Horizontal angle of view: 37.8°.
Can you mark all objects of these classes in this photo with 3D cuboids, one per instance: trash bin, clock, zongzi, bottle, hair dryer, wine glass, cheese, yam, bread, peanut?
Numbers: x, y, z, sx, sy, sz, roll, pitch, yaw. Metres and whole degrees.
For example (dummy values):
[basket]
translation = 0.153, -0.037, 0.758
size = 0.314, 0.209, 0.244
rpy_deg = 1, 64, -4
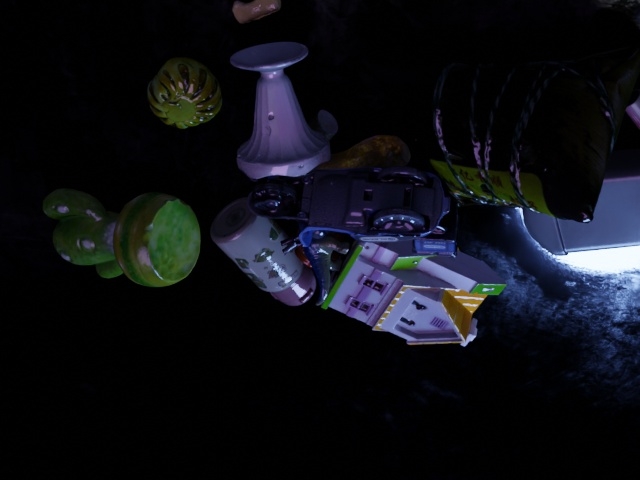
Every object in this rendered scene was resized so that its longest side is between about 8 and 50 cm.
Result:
[trash bin]
translation = 0.468, -0.066, 1.609
size = 0.236, 0.101, 0.176
rpy_deg = -5, 124, 27
[clock]
translation = 0.188, 0.085, 1.825
size = 0.310, 0.166, 0.235
rpy_deg = 25, 137, -4
[zongzi]
translation = 0.260, -0.197, 1.461
size = 0.362, 0.319, 0.383
rpy_deg = 39, 150, -30
[bottle]
translation = -0.103, 0.034, 1.867
size = 0.120, 0.120, 0.253
rpy_deg = -17, 132, 28
[hair dryer]
translation = 0.573, -0.225, 1.489
size = 0.154, 0.054, 0.106
rpy_deg = -35, 117, 28
[wine glass]
translation = -0.074, -0.213, 1.534
size = 0.165, 0.165, 0.196
rpy_deg = -2, 118, 15
[cheese]
translation = -0.103, -0.373, 1.484
size = 0.083, 0.030, 0.044
rpy_deg = -12, 112, 31
[yam]
translation = -0.022, -0.176, 1.666
size = 0.054, 0.054, 0.132
rpy_deg = 30, 134, -20
[bread]
translation = -0.239, -0.250, 1.621
size = 0.139, 0.071, 0.130
rpy_deg = -21, 133, 31
[peanut]
translation = 0.069, -0.130, 1.670
size = 0.207, 0.087, 0.087
rpy_deg = -20, 130, 33

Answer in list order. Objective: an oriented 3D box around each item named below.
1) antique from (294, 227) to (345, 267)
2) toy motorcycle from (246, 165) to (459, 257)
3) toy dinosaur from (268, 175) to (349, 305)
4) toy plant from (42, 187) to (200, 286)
[antique]
translation = 0.000, 0.000, 1.820
size = 0.104, 0.104, 0.104
rpy_deg = 7, 138, 6
[toy motorcycle]
translation = 0.055, -0.044, 1.598
size = 0.359, 0.125, 0.212
rpy_deg = 4, 158, 10
[toy dinosaur]
translation = -0.036, -0.012, 1.742
size = 0.188, 0.247, 0.075
rpy_deg = 14, 179, -3
[toy plant]
translation = -0.409, -0.007, 1.882
size = 0.316, 0.184, 0.224
rpy_deg = 6, 136, 30
